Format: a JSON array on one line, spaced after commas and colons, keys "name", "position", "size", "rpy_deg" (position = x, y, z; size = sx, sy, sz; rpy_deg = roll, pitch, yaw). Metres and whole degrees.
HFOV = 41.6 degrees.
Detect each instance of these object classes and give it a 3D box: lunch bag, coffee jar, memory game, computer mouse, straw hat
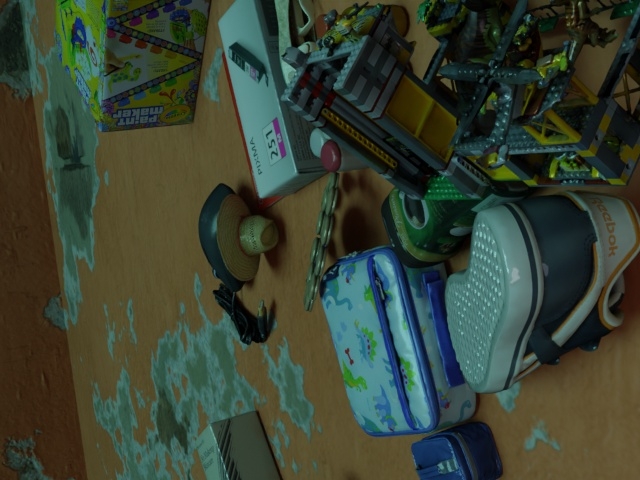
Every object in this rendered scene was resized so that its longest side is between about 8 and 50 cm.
[{"name": "lunch bag", "position": [0.144, 0.245, 0.940], "size": [0.098, 0.065, 0.067], "rpy_deg": [-38, 66, 57]}, {"name": "lunch bag", "position": [0.088, 0.113, 0.977], "size": [0.176, 0.090, 0.219], "rpy_deg": [-18, 84, 58]}, {"name": "coffee jar", "position": [0.134, -0.045, 0.853], "size": [0.184, 0.079, 0.096], "rpy_deg": [-47, 55, 54]}, {"name": "memory game", "position": [0.000, 0.000, 1.073], "size": [0.186, 0.012, 0.186], "rpy_deg": [-169, 90, -86]}, {"name": "computer mouse", "position": [-0.146, 0.050, 1.367], "size": [0.184, 0.060, 0.262], "rpy_deg": [46, 144, 43]}, {"name": "straw hat", "position": [-0.097, -0.008, 1.274], "size": [0.061, 0.144, 0.145], "rpy_deg": [-12, 87, 21]}]

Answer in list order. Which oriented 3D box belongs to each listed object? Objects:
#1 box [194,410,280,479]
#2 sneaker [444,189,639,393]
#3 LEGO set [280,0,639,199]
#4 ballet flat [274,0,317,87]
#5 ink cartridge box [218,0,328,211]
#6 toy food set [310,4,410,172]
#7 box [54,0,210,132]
[{"name": "box", "position": [-0.119, 0.442, 1.431], "size": [0.275, 0.094, 0.113], "rpy_deg": [66, 148, 22]}, {"name": "sneaker", "position": [0.193, 0.056, 0.758], "size": [0.321, 0.127, 0.126], "rpy_deg": [89, 167, -70]}, {"name": "LEGO set", "position": [0.117, -0.164, 0.646], "size": [0.255, 0.192, 0.331], "rpy_deg": [-59, 28, -6]}, {"name": "ballet flat", "position": [-0.026, -0.262, 1.093], "size": [0.052, 0.057, 0.168], "rpy_deg": [-15, 86, 51]}, {"name": "ink cartridge box", "position": [-0.095, -0.195, 1.229], "size": [0.239, 0.060, 0.275], "rpy_deg": [-25, 77, 58]}, {"name": "toy food set", "position": [0.023, -0.159, 0.985], "size": [0.111, 0.104, 0.232], "rpy_deg": [65, 147, 24]}, {"name": "box", "position": [-0.341, -0.390, 1.476], "size": [0.290, 0.177, 0.279], "rpy_deg": [54, 141, 37]}]
